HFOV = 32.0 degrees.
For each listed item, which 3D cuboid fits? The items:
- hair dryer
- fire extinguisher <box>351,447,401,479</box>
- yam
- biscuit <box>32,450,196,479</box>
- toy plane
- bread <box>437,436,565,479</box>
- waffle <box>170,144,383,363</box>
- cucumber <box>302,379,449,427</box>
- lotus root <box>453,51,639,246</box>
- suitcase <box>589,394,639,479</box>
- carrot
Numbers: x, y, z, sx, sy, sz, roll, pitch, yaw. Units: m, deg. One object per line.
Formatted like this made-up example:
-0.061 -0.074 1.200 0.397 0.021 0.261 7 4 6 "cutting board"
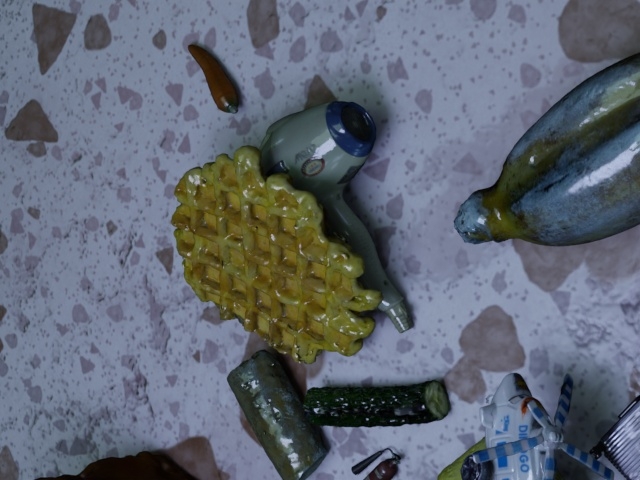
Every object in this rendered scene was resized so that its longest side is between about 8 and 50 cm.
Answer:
-0.032 -0.015 1.437 0.296 0.119 0.298 -6 101 41 "hair dryer"
0.069 0.291 1.410 0.100 0.032 0.046 -51 31 25 "fire extinguisher"
-0.055 0.233 1.461 0.078 0.078 0.179 -42 69 28 "yam"
-0.224 0.451 1.431 0.395 0.343 0.166 32 112 32 "biscuit"
0.216 0.273 1.152 0.107 0.182 0.273 -25 74 52 "toy plane"
0.203 0.289 1.252 0.129 0.111 0.114 37 106 -10 "bread"
-0.066 0.032 1.407 0.312 0.060 0.307 49 141 4 "waffle"
0.070 0.205 1.388 0.187 0.058 0.058 -7 88 33 "cucumber"
0.287 -0.075 1.176 0.322 0.140 0.158 -36 55 36 "lotus root"
0.357 0.209 1.184 0.086 0.059 0.126 48 114 23 "suitcase"
-0.146 -0.225 1.537 0.035 0.035 0.142 -45 60 27 "carrot"
